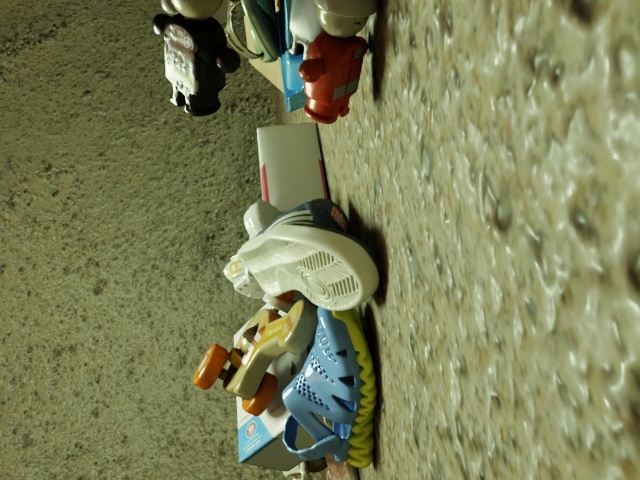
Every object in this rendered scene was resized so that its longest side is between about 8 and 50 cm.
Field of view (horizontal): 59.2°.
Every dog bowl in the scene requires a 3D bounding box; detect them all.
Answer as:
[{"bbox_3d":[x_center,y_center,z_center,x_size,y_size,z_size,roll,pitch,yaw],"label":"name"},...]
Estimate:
[{"bbox_3d":[-0.022,-0.312,0.820,0.297,0.073,0.166,99,164,-69],"label":"dog bowl"}]

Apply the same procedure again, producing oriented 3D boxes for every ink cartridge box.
[{"bbox_3d":[-0.059,-0.071,1.229,0.306,0.131,0.226,95,167,-59],"label":"ink cartridge box"},{"bbox_3d":[-0.067,0.281,1.177,0.223,0.129,0.308,-45,37,29],"label":"ink cartridge box"}]

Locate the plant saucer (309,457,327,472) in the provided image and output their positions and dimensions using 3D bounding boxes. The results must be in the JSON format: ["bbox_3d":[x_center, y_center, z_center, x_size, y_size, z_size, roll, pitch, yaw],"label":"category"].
[{"bbox_3d":[-0.009,0.459,1.376,0.198,0.036,0.199,28,-129,-41],"label":"plant saucer"}]

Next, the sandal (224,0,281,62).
[{"bbox_3d":[-0.110,-0.330,0.872,0.303,0.086,0.120,-136,39,-82],"label":"sandal"}]

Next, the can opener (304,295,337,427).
[{"bbox_3d":[0.031,0.197,1.028,0.095,0.075,0.284,-30,61,49],"label":"can opener"}]

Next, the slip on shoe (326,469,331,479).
[{"bbox_3d":[0.052,0.643,1.416,0.041,0.051,0.136,19,-134,-51],"label":"slip on shoe"}]

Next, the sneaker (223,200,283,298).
[{"bbox_3d":[-0.118,0.038,1.069,0.292,0.169,0.108,54,-159,-58],"label":"sneaker"}]

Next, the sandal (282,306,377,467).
[{"bbox_3d":[0.009,0.226,0.827,0.126,0.138,0.318,-102,9,-59],"label":"sandal"}]

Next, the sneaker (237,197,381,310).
[{"bbox_3d":[0.000,0.000,0.788,0.131,0.148,0.350,56,159,-16],"label":"sneaker"}]

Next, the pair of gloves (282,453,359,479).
[{"bbox_3d":[-0.020,0.434,1.213,0.240,0.042,0.204,-26,67,47],"label":"pair of gloves"}]

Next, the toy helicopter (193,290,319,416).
[{"bbox_3d":[-0.080,0.163,0.986,0.355,0.140,0.235,-37,24,58],"label":"toy helicopter"}]

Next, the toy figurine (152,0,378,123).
[{"bbox_3d":[-0.057,-0.233,0.573,0.210,0.212,0.148,-98,14,-46],"label":"toy figurine"}]

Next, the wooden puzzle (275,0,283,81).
[{"bbox_3d":[-0.062,-0.509,1.048,0.322,0.080,0.348,103,155,-76],"label":"wooden puzzle"}]

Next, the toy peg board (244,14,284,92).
[{"bbox_3d":[-0.095,-0.453,1.345,0.160,0.079,0.161,44,163,15],"label":"toy peg board"}]
